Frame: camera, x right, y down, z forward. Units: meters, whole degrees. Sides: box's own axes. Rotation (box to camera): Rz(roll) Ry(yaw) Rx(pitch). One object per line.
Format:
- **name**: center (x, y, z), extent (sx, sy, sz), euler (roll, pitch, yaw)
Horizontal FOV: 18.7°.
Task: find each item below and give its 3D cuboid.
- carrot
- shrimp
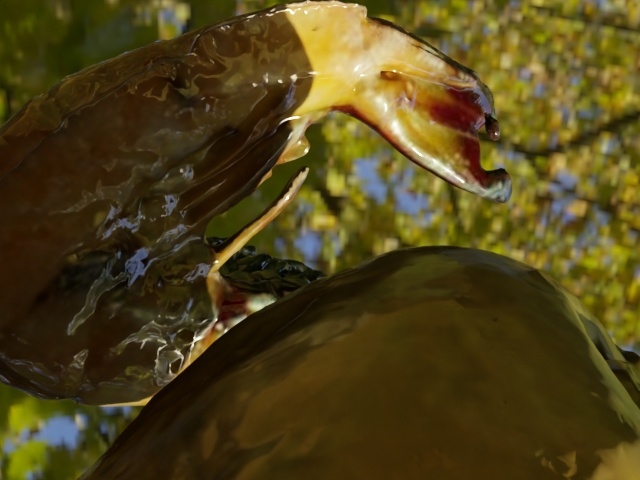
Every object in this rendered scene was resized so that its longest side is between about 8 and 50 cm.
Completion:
- **carrot**: center (-0.021, 0.167, 0.549), extent (0.341, 0.224, 0.224), euler (-42, -123, 9)
- **shrimp**: center (-0.004, -0.005, 0.712), extent (0.289, 0.178, 0.075), euler (18, -153, -34)
